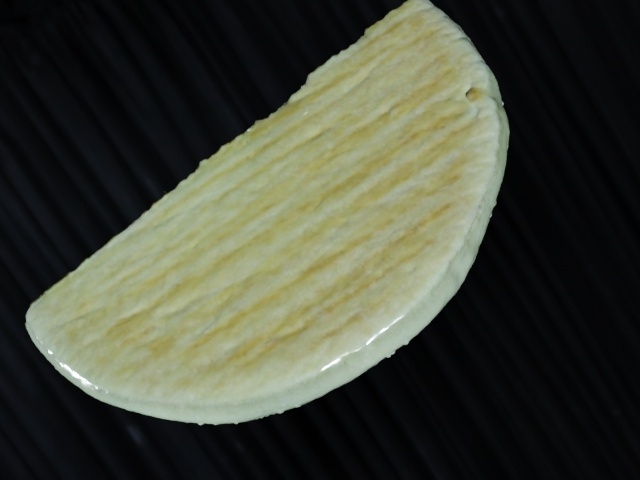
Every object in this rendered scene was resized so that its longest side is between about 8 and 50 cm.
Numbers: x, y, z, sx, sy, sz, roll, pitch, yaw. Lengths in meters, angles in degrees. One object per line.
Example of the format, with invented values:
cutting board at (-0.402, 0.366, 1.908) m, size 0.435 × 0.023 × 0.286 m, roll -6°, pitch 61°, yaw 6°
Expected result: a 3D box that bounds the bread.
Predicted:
bread at (-0.001, 0.004, 0.523) m, size 0.193 × 0.036 × 0.112 m, roll -41°, pitch 50°, yaw -7°
